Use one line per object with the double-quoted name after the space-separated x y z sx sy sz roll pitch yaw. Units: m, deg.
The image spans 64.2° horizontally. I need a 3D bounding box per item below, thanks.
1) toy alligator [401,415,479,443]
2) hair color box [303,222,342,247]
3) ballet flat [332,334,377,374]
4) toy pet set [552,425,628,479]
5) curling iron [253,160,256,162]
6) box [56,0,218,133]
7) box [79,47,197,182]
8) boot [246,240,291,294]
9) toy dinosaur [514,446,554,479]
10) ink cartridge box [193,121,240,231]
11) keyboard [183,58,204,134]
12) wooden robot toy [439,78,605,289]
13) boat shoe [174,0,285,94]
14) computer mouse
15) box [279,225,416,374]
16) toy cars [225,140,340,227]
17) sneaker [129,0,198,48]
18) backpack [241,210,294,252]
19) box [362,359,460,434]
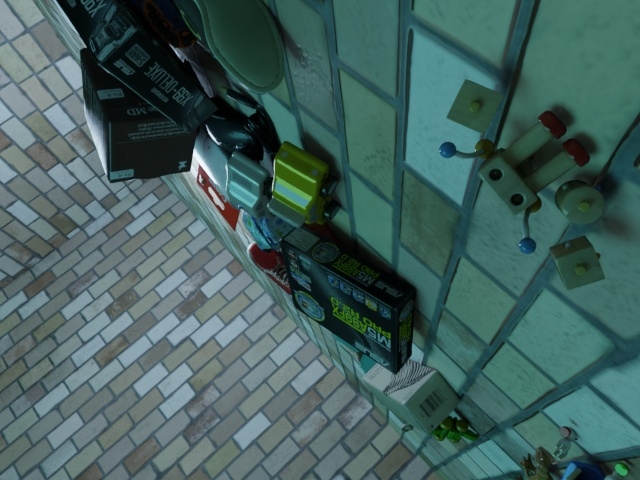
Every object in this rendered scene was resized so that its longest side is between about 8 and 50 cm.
0.278 0.433 1.199 0.051 0.190 0.056 -89 12 -56 "toy alligator"
0.000 0.000 1.036 0.141 0.043 0.072 55 165 -26 "hair color box"
0.133 0.321 1.459 0.241 0.091 0.077 46 -163 32 "ballet flat"
0.386 0.321 0.703 0.122 0.065 0.114 33 124 42 "toy pet set"
-0.182 -0.151 1.220 0.068 0.035 0.274 51 166 -5 "curling iron"
-0.323 -0.347 0.836 0.307 0.076 0.242 53 -175 18 "box"
-0.359 -0.251 1.008 0.203 0.168 0.167 60 147 24 "box"
-0.120 0.100 1.619 0.244 0.088 0.176 47 169 -28 "boot"
0.414 0.456 0.928 0.211 0.064 0.112 54 165 -21 "toy dinosaur"
-0.241 -0.148 1.145 0.189 0.066 0.232 50 138 21 "ink cartridge box"
-0.273 -0.272 1.044 0.108 0.023 0.180 61 149 11 "keyboard"
0.160 -0.051 0.391 0.173 0.076 0.079 50 -158 -2 "wooden robot toy"
-0.118 -0.270 0.606 0.227 0.081 0.069 57 169 -4 "boat shoe"
-0.165 -0.213 0.941 0.262 0.060 0.184 40 165 32 "computer mouse"
0.051 0.111 0.971 0.270 0.060 0.216 30 147 29 "box"
-0.088 -0.078 0.905 0.176 0.087 0.394 44 163 -26 "toy cars"
-0.272 -0.387 0.771 0.221 0.083 0.087 57 170 -21 "sneaker"
-0.111 -0.045 1.151 0.084 0.105 0.114 -15 116 51 "backpack"
0.205 0.353 1.211 0.094 0.113 0.275 51 165 -7 "box"
